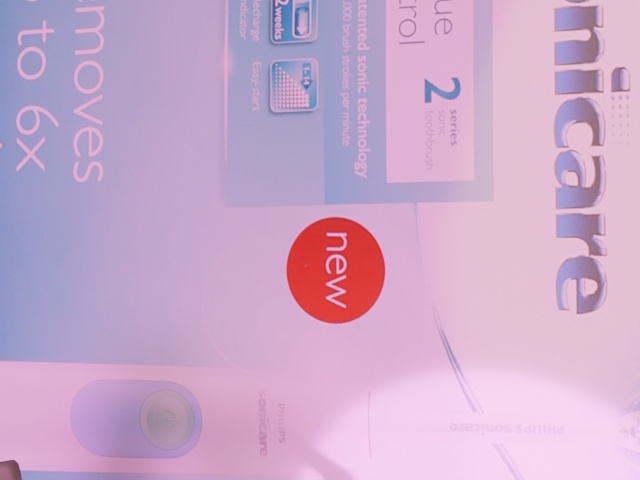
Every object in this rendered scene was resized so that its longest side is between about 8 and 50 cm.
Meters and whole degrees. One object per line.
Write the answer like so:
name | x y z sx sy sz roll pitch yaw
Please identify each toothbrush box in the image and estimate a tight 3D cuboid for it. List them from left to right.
toothbrush box | 0.000 0.000 0.618 0.295 0.126 0.216 0 89 22

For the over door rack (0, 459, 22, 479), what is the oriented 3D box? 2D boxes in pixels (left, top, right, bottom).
over door rack | -0.207 0.170 0.585 0.239 0.324 0.108 -6 50 -14
